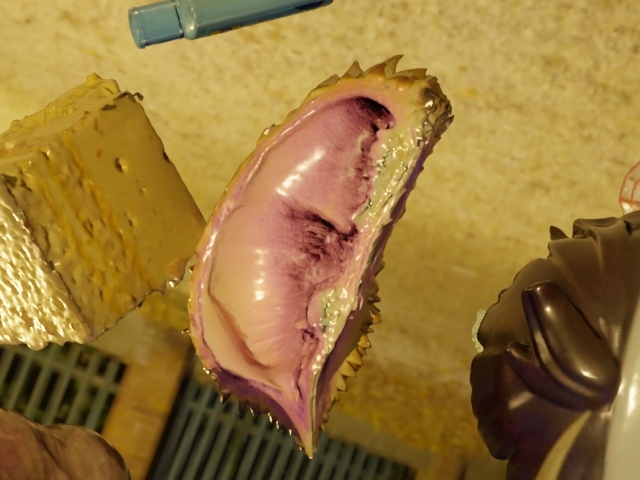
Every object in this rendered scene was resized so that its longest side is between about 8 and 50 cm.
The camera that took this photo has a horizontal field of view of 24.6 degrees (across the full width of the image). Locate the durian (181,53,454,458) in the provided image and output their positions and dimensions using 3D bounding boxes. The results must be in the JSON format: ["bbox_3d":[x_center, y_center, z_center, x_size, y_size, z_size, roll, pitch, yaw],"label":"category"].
[{"bbox_3d":[0.000,-0.001,1.262,0.191,0.341,0.112,21,-179,40],"label":"durian"}]

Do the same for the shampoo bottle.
[{"bbox_3d":[-0.111,-0.292,1.820,0.258,0.061,0.104,-16,-179,-13],"label":"shampoo bottle"}]

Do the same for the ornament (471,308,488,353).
[{"bbox_3d":[0.179,0.119,1.468,0.092,0.068,0.041,43,-178,36],"label":"ornament"}]

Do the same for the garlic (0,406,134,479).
[{"bbox_3d":[-0.206,0.227,0.933,0.160,0.245,0.245,34,-179,41],"label":"garlic"}]

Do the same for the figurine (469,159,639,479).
[{"bbox_3d":[0.203,0.092,0.834,0.167,0.281,0.370,10,173,29],"label":"figurine"}]

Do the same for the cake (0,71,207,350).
[{"bbox_3d":[-0.275,-0.042,1.672,0.222,0.286,0.227,-5,118,44],"label":"cake"}]
